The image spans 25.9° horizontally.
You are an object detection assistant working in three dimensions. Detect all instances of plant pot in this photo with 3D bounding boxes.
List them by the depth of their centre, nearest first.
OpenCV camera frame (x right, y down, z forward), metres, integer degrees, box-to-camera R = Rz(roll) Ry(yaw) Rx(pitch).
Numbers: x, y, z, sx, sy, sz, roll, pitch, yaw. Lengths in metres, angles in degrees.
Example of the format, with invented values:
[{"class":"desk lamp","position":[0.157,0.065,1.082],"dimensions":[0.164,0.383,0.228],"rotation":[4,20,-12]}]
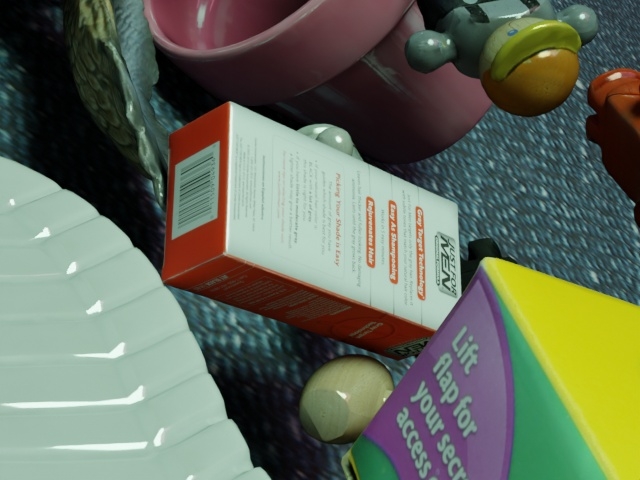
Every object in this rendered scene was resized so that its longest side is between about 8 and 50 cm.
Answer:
[{"class":"plant pot","position":[0.020,-0.147,0.868],"dimensions":[0.180,0.201,0.201],"rotation":[38,26,-40]}]

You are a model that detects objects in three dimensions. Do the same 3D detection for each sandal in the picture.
[{"class":"sandal","position":[-0.095,0.109,0.468],"dimensions":[0.169,0.102,0.416],"rotation":[-7,41,-37]}]

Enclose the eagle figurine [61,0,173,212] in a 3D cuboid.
[{"class":"eagle figurine","position":[-0.136,-0.145,0.689],"dimensions":[0.225,0.226,0.298],"rotation":[61,37,-49]}]

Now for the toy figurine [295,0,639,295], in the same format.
[{"class":"toy figurine","position":[0.101,-0.024,0.751],"dimensions":[0.209,0.213,0.148],"rotation":[34,18,-31]}]

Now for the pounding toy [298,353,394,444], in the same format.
[{"class":"pounding toy","position":[0.064,0.155,0.538],"dimensions":[0.269,0.155,0.154],"rotation":[50,27,17]}]

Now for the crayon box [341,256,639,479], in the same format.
[{"class":"crayon box","position":[0.203,0.186,0.391],"dimensions":[0.313,0.106,0.363],"rotation":[17,28,-28]}]

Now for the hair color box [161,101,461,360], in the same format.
[{"class":"hair color box","position":[0.000,0.000,0.601],"dimensions":[0.141,0.043,0.072],"rotation":[22,58,-39]}]
